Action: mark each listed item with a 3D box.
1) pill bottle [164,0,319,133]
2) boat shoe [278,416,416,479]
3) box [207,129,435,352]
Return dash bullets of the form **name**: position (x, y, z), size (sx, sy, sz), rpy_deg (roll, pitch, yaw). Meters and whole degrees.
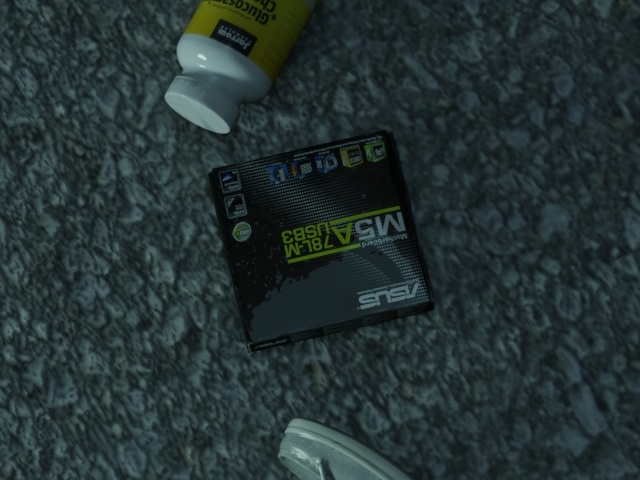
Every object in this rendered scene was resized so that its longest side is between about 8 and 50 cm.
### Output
- **pill bottle**: position (-0.079, -0.203, 1.939), size (0.103, 0.103, 0.184), rpy_deg (26, 76, 8)
- **boat shoe**: position (0.075, 0.290, 1.788), size (0.320, 0.118, 0.103), rpy_deg (44, 75, 5)
- **box**: position (0.000, 0.000, 1.909), size (0.191, 0.045, 0.184), rpy_deg (-12, 71, -1)
